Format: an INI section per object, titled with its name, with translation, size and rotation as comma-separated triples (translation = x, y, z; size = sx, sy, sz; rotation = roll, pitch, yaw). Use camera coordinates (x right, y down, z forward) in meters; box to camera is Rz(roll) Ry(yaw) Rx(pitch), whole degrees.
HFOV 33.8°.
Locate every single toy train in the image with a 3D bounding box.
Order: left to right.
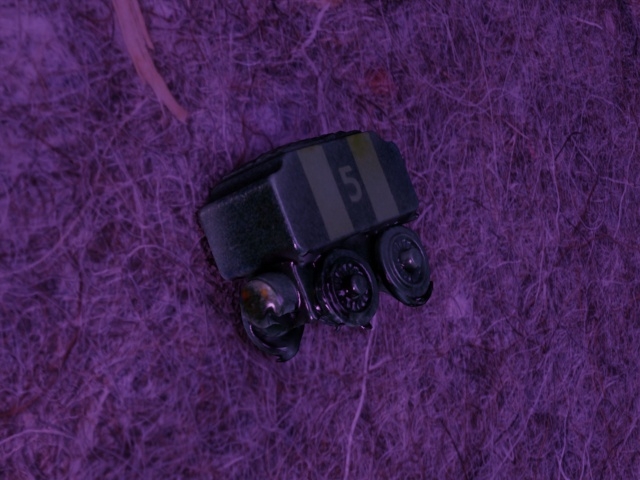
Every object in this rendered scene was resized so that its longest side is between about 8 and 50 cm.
[toy train]
translation = 0.000, 0.000, 1.240
size = 0.299, 0.167, 0.238
rotation = -19, 88, -53
